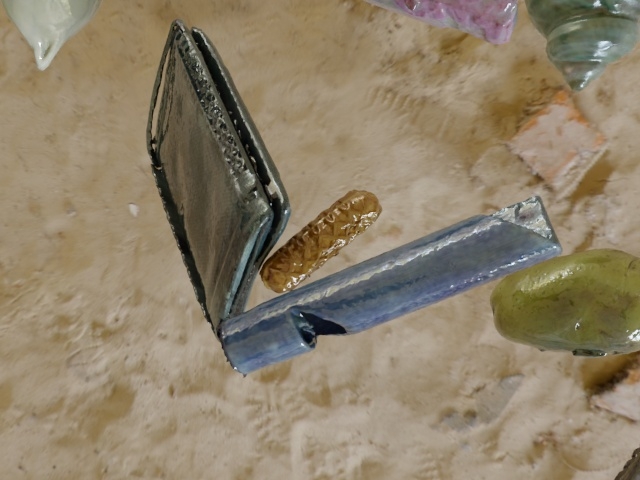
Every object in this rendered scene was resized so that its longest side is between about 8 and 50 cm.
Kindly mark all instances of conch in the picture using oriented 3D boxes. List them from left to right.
[{"bbox_3d":[0.385,-0.333,1.138,0.220,0.195,0.277,27,83,-43],"label":"conch"}]

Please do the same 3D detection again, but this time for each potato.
[{"bbox_3d":[0.359,0.090,1.156,0.248,0.169,0.143,-5,52,16],"label":"potato"}]

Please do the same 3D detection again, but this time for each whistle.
[{"bbox_3d":[0.055,0.040,0.737,0.304,0.062,0.062,-23,95,15],"label":"whistle"}]

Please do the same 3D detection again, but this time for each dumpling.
[{"bbox_3d":[-0.313,-0.321,1.003,0.124,0.151,0.229,19,134,-9],"label":"dumpling"}]

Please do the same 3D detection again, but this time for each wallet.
[{"bbox_3d":[-0.133,-0.077,1.035,0.075,0.237,0.342,-4,49,-29],"label":"wallet"}]

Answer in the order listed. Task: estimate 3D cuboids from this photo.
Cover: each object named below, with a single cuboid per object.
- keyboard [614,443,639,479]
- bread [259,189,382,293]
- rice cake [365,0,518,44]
[{"bbox_3d":[0.304,0.301,0.644,0.106,0.027,0.317,-37,101,-36],"label":"keyboard"},{"bbox_3d":[0.000,0.000,0.923,0.157,0.052,0.044,-39,113,-5],"label":"bread"},{"bbox_3d":[0.046,-0.253,0.779,0.290,0.081,0.051,23,74,4],"label":"rice cake"}]
